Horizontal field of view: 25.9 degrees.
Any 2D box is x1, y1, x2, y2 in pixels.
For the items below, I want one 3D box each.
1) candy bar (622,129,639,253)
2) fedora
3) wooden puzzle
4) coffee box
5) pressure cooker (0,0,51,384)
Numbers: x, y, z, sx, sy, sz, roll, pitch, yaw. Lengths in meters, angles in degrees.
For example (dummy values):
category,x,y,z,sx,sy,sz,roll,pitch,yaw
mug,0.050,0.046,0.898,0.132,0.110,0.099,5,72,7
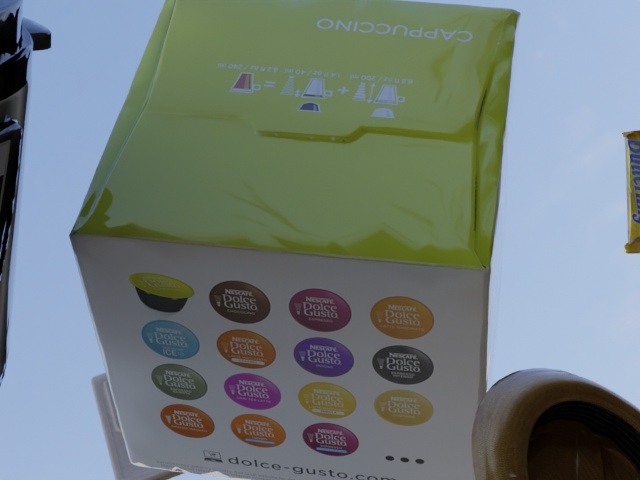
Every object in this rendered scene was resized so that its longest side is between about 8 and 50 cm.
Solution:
category,x,y,z,sx,sy,sz,roll,pitch,yaw
candy bar,0.338,-0.052,1.461,0.040,0.018,0.161,-4,-54,10
fedora,0.147,0.167,0.801,0.194,0.194,0.079,6,-42,-35
wooden puzzle,-0.145,0.194,1.617,0.221,0.238,0.044,-20,-58,-6
coffee box,0.000,0.000,1.285,0.338,0.338,0.334,5,-43,9
pressure cooker,-0.397,-0.073,0.988,0.376,0.370,0.420,8,-70,-5
